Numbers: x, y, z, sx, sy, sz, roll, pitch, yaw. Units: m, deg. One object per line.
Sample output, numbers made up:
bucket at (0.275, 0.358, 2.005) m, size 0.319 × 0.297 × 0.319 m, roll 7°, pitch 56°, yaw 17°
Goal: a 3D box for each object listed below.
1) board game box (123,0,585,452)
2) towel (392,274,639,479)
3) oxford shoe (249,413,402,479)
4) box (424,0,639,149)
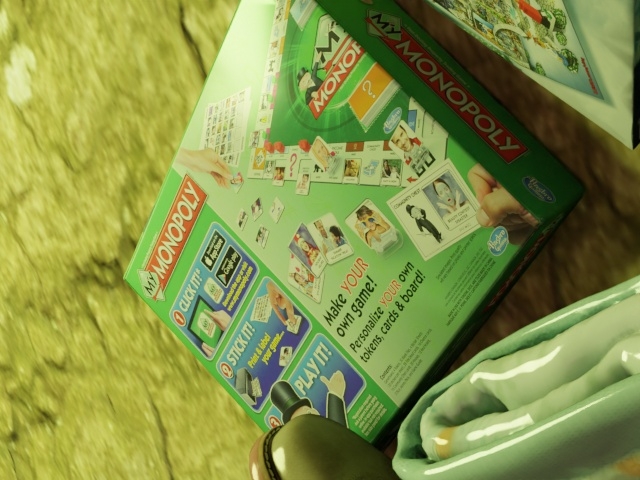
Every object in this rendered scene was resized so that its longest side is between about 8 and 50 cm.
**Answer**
board game box at (0.000, 0.000, 0.855) m, size 0.213 × 0.046 × 0.317 m, roll 47°, pitch 141°, yaw 14°
towel at (0.251, 0.123, 0.550) m, size 0.320 × 0.090 × 0.374 m, roll 43°, pitch 141°, yaw -15°
oxford shoe at (0.119, 0.193, 0.813) m, size 0.348 × 0.123 × 0.130 m, roll 35°, pitch 114°, yaw 9°
box at (0.078, -0.138, 0.579) m, size 0.159 × 0.044 × 0.233 m, roll 40°, pitch 174°, yaw 20°
